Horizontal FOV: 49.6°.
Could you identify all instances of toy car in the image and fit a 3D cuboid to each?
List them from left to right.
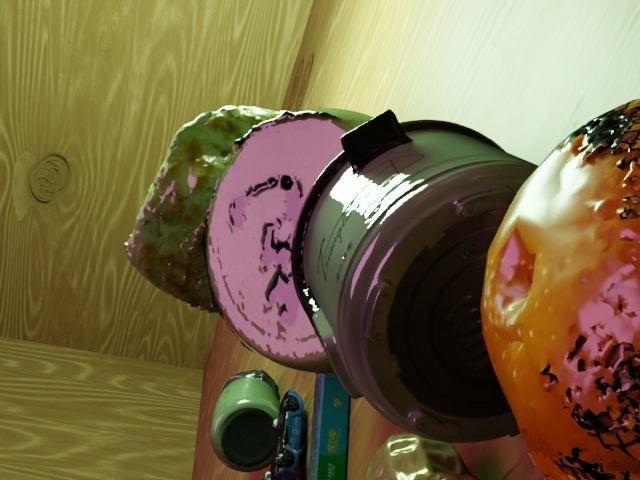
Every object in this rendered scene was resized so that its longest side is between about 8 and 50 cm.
[{"bbox_3d":[-0.063,0.398,1.375,0.216,0.063,0.103,-82,12,-46],"label":"toy car"}]

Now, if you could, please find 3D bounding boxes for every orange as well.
[{"bbox_3d":[0.185,0.038,0.366,0.234,0.182,0.235,-175,90,-80],"label":"orange"}]

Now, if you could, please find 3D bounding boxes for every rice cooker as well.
[{"bbox_3d":[0.103,0.026,0.591,0.281,0.241,0.227,59,179,-22],"label":"rice cooker"}]

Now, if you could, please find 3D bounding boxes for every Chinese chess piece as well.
[{"bbox_3d":[0.000,0.000,0.917,0.349,0.146,0.349,-3,85,40],"label":"Chinese chess piece"}]

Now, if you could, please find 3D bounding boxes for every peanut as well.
[{"bbox_3d":[0.107,0.284,0.621,0.233,0.110,0.197,-172,83,-77],"label":"peanut"}]

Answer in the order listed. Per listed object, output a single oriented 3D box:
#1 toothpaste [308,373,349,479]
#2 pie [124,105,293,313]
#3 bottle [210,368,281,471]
[{"bbox_3d":[0.016,0.292,1.156,0.065,0.050,0.267,123,156,-56],"label":"toothpaste"},{"bbox_3d":[-0.121,-0.039,1.234,0.180,0.418,0.395,-105,31,-75],"label":"pie"},{"bbox_3d":[-0.170,0.404,1.632,0.347,0.168,0.169,-148,70,-82],"label":"bottle"}]
